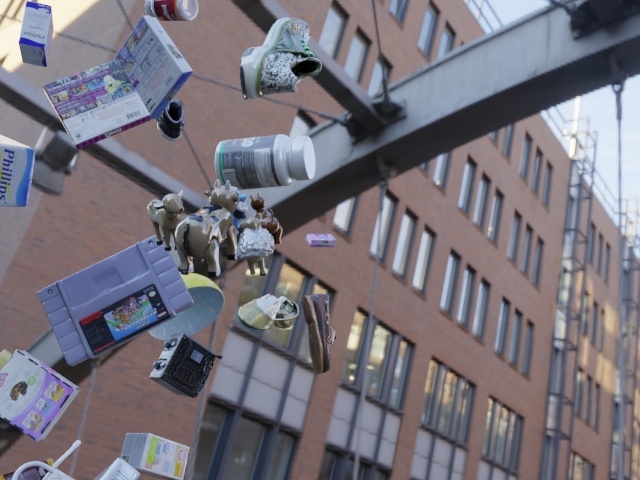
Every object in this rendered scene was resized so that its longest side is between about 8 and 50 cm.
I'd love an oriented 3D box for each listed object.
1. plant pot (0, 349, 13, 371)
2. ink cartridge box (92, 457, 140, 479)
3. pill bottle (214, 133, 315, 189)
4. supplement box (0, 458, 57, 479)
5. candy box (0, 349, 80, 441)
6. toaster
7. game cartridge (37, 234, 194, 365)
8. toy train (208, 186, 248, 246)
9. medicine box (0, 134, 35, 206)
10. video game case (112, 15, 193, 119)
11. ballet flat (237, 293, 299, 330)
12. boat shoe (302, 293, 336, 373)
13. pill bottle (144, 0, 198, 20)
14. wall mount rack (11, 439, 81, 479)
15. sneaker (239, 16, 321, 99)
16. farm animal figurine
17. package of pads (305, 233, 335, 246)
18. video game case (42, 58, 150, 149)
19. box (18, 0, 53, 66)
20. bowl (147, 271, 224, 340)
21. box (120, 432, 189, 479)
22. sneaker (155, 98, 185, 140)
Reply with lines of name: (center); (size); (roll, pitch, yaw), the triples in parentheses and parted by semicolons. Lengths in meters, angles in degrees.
plant pot: (-0.958, 0.415, 2.007); (0.095, 0.134, 0.134); (29, -25, -9)
ink cartridge box: (-0.545, 0.643, 1.413); (0.071, 0.324, 0.330); (39, -36, -3)
pill bottle: (-0.214, -0.308, 2.580); (0.361, 0.204, 0.204); (-4, -28, 14)
supplement box: (-0.915, 0.829, 2.071); (0.191, 0.129, 0.194); (48, 24, 21)
candy box: (-0.788, 0.418, 1.781); (0.196, 0.165, 0.070); (34, -13, 2)
toaster: (-0.446, 0.413, 2.156); (0.110, 0.168, 0.185); (-9, -41, 47)
game cartridge: (-0.541, 0.156, 1.745); (0.355, 0.230, 0.068); (-27, -19, -10)
toy train: (-0.266, -0.065, 1.839); (0.080, 0.105, 0.184); (-17, -28, -54)
medicine box: (-0.871, -0.186, 1.536); (0.263, 0.149, 0.289); (21, 13, 41)
video game case: (-0.595, -0.600, 2.295); (0.269, 0.061, 0.244); (-38, -94, 37)
ballet flat: (-0.167, 0.237, 2.224); (0.123, 0.123, 0.348); (6, -6, 21)
boat shoe: (0.006, 0.238, 1.701); (0.073, 0.207, 0.073); (-3, -10, -25)
pill bottle: (-0.447, -0.699, 1.956); (0.152, 0.086, 0.086); (12, -22, 31)
wall mount rack: (-0.706, 0.739, 1.915); (0.350, 0.304, 0.130); (32, -45, 0)
sneaker: (-0.075, -0.495, 1.830); (0.182, 0.410, 0.158); (14, -48, 12)
farm animal figurine: (-0.260, -0.046, 1.503); (0.330, 0.327, 0.172); (-3, -68, 3)
package of pads: (0.000, 0.000, 2.015); (0.083, 0.032, 0.050); (0, 23, -22)
video game case: (-0.644, -0.396, 1.896); (0.210, 0.232, 0.042); (58, -21, 10)
box: (-0.821, -0.596, 1.899); (0.072, 0.137, 0.126); (7, -14, -18)
bowl: (-0.503, 0.204, 2.330); (0.289, 0.156, 0.289); (-23, -35, -17)
box: (-0.537, 0.704, 2.131); (0.103, 0.114, 0.203); (-9, -33, 30)
sneaker: (-0.604, -0.517, 2.491); (0.268, 0.101, 0.153); (53, -35, -4)
